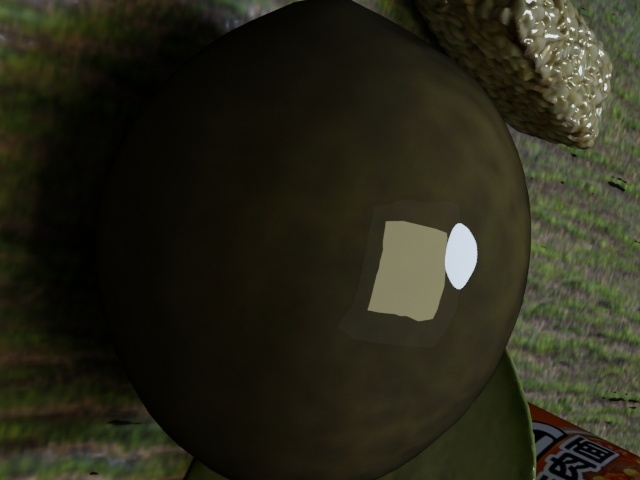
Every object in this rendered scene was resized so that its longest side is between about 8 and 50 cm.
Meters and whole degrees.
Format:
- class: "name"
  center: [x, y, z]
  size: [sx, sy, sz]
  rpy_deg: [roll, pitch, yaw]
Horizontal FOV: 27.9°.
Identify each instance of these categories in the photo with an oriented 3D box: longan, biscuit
- class: "longan"
  center: [0.000, 0.000, 0.554]
  size: [0.212, 0.198, 0.198]
  rpy_deg: [-60, 143, -19]
- class: "biscuit"
  center: [0.120, -0.116, 0.757]
  size: [0.168, 0.082, 0.070]
  rpy_deg: [36, 72, -53]

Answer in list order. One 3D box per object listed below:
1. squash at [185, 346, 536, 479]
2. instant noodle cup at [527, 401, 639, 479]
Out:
- class: "squash"
  center: [-0.002, 0.175, 0.617]
  size: [0.189, 0.189, 0.260]
  rpy_deg: [-17, 119, -50]
- class: "instant noodle cup"
  center: [0.120, 0.212, 0.793]
  size: [0.250, 0.192, 0.250]
  rpy_deg: [-26, 124, -47]
